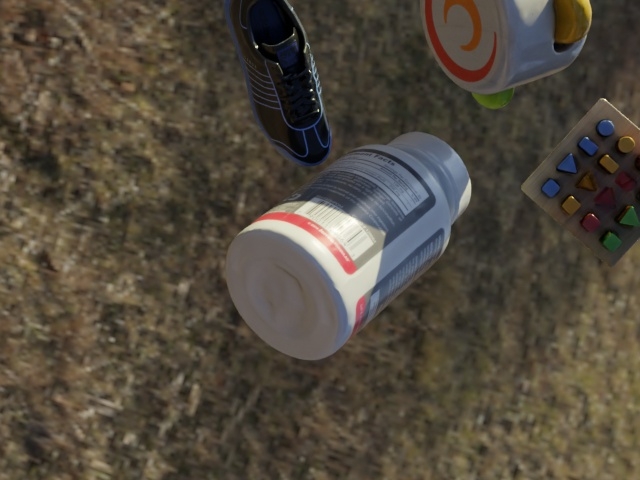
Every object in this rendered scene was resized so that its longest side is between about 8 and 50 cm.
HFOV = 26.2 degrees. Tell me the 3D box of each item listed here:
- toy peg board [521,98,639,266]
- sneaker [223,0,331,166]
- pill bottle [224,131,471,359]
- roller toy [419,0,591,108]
[{"bbox_3d":[0.373,-0.074,1.781,0.161,0.161,0.079,-48,177,7],"label":"toy peg board"},{"bbox_3d":[-0.042,-0.187,1.580,0.081,0.090,0.232,-29,107,-14],"label":"sneaker"},{"bbox_3d":[0.047,-0.008,1.655,0.318,0.176,0.176,-38,130,-42],"label":"pill bottle"},{"bbox_3d":[0.229,-0.285,1.680,0.146,0.191,0.209,-20,164,-26],"label":"roller toy"}]
